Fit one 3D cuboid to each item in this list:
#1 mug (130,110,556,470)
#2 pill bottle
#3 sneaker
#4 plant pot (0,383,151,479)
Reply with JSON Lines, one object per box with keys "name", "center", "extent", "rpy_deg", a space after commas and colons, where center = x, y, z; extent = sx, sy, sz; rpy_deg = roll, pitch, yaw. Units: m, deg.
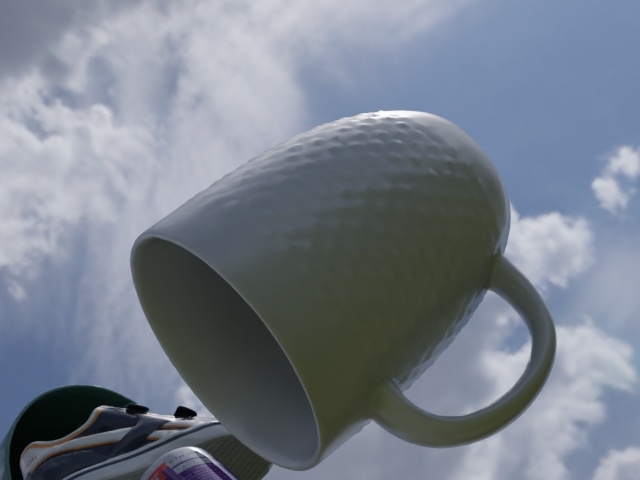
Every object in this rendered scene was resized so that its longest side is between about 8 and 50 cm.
{"name": "mug", "center": [0.056, 0.050, 1.161], "extent": [0.328, 0.374, 0.276], "rpy_deg": [-36, -30, -27]}
{"name": "pill bottle", "center": [-0.104, 0.303, 1.219], "extent": [0.108, 0.193, 0.108], "rpy_deg": [-16, -62, -32]}
{"name": "sneaker", "center": [-0.203, 0.254, 1.414], "extent": [0.321, 0.127, 0.126], "rpy_deg": [-5, -56, -40]}
{"name": "plant pot", "center": [-0.379, 0.397, 1.751], "extent": [0.293, 0.293, 0.235], "rpy_deg": [13, -43, -38]}
